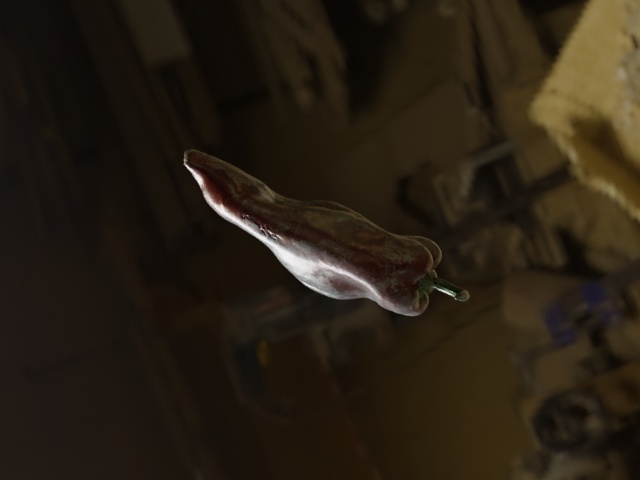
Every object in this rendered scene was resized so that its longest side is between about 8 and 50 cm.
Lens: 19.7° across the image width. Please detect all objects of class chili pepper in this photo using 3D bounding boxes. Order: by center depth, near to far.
[{"bbox_3d":[0.000,0.001,0.830,0.153,0.041,0.050,22,151,19],"label":"chili pepper"}]
